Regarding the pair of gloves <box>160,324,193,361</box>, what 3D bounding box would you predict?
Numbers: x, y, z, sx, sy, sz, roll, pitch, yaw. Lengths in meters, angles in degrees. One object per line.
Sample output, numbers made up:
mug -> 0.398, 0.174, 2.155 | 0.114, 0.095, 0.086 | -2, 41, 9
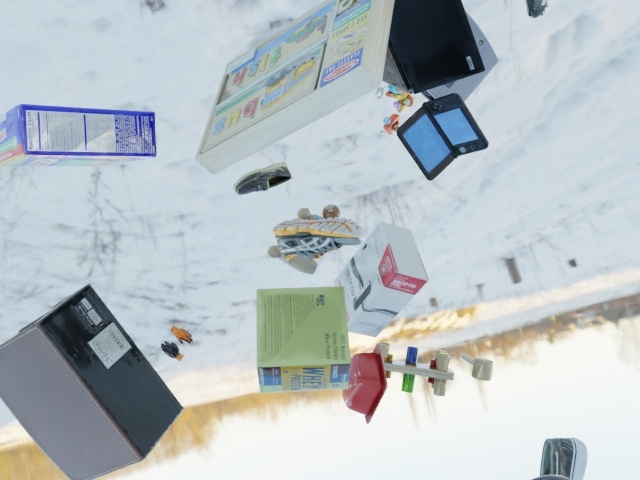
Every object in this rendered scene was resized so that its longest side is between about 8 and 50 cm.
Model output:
pair of gloves -> -0.394, 0.282, 1.921 | 0.074, 0.083, 0.010 | 38, 161, -19

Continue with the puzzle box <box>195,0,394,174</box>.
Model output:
puzzle box -> -0.051, -0.299, 1.258 | 0.409, 0.272, 0.052 | -21, 135, 37

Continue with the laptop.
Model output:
laptop -> 0.178, -0.439, 1.452 | 0.136, 0.234, 0.264 | -37, -143, -7

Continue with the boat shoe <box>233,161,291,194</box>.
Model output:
boat shoe -> -0.142, -0.148, 1.739 | 0.152, 0.049, 0.056 | -27, 147, -17

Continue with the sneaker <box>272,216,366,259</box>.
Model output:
sneaker -> 0.000, 0.000, 1.491 | 0.215, 0.083, 0.084 | 1, -162, 31

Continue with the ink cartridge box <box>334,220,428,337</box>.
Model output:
ink cartridge box -> 0.162, 0.114, 1.971 | 0.114, 0.197, 0.273 | 14, 131, -26

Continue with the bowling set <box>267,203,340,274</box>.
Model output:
bowling set -> -0.037, -0.044, 2.102 | 0.154, 0.200, 0.287 | 23, -160, 2

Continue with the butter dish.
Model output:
butter dish -> 0.093, 0.357, 1.772 | 0.118, 0.160, 0.160 | 10, 125, -13

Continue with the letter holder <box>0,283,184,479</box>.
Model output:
letter holder -> -0.444, 0.272, 1.291 | 0.214, 0.302, 0.152 | -29, -168, 28

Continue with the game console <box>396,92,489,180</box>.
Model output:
game console -> 0.247, -0.205, 1.407 | 0.124, 0.144, 0.085 | -10, -140, 43

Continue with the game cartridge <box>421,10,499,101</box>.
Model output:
game cartridge -> 0.248, -0.448, 1.570 | 0.198, 0.297, 0.062 | -50, -171, -10

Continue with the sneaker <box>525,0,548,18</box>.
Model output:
sneaker -> 0.419, -0.574, 1.423 | 0.106, 0.234, 0.078 | -1, -163, 0

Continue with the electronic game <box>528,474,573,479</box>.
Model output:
electronic game -> 0.328, 0.462, 1.039 | 0.229, 0.229, 0.048 | -9, -172, -24

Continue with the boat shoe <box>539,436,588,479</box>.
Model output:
boat shoe -> 0.596, 0.670, 1.817 | 0.119, 0.335, 0.121 | 11, 177, -3

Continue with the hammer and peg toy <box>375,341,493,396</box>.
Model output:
hammer and peg toy -> 0.327, 0.396, 2.120 | 0.361, 0.127, 0.266 | 7, 175, 7

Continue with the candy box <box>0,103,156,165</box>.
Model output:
candy box -> -0.596, -0.243, 1.676 | 0.317, 0.122, 0.268 | -4, -178, -39

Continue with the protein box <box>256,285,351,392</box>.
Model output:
protein box -> -0.042, 0.224, 1.581 | 0.201, 0.200, 0.136 | -2, 144, -3

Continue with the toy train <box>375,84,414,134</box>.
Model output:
toy train -> 0.189, -0.332, 1.725 | 0.125, 0.046, 0.166 | -49, 151, -14
